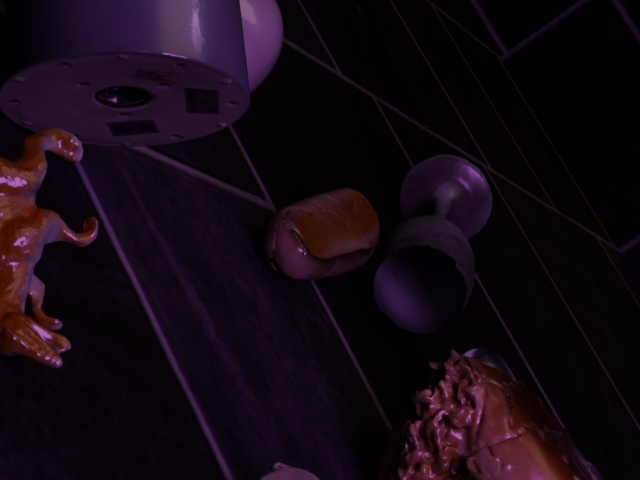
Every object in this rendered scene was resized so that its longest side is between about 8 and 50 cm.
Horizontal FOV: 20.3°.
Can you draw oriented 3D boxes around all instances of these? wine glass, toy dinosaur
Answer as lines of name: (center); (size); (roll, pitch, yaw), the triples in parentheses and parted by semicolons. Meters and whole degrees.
wine glass: (0.060, -0.067, 1.705); (0.264, 0.096, 0.309); (54, 17, -8)
toy dinosaur: (-0.204, -0.030, 0.991); (0.212, 0.057, 0.142); (40, 38, -9)

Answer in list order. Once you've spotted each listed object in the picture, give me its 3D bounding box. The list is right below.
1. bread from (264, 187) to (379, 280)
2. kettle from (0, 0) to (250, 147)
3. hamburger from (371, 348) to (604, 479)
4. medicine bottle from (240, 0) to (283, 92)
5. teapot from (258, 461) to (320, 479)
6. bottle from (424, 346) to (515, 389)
bread: (0.000, 0.000, 1.484); (0.073, 0.053, 0.214); (52, 18, 5)
kettle: (-0.127, -0.190, 1.191); (0.210, 0.160, 0.243); (92, -3, -71)
hamburger: (0.144, 0.201, 1.347); (0.286, 0.146, 0.243); (47, 10, -19)
medicine bottle: (-0.161, -0.244, 1.373); (0.341, 0.130, 0.130); (50, 16, -15)
teapot: (-0.009, 0.171, 1.114); (0.067, 0.057, 0.083); (66, 12, 24)
bottle: (0.173, 0.213, 1.510); (0.096, 0.079, 0.253); (-19, 70, -34)
